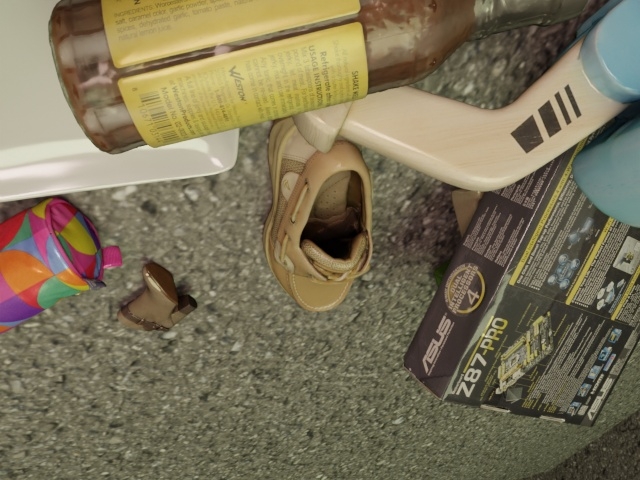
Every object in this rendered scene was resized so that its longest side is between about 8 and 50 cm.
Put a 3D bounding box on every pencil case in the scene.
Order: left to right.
[{"bbox_3d":[-0.323,0.050,0.607,0.236,0.105,0.104,-25,145,5],"label":"pencil case"}]

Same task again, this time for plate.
[{"bbox_3d":[-0.195,-0.147,0.467,0.277,0.045,0.278,-10,143,-20],"label":"plate"}]

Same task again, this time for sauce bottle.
[{"bbox_3d":[0.006,-0.145,0.419,0.344,0.112,0.111,-12,144,-2],"label":"sauce bottle"}]

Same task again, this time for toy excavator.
[{"bbox_3d":[0.255,-0.119,0.532,0.445,0.433,0.222,-40,180,-7],"label":"toy excavator"}]

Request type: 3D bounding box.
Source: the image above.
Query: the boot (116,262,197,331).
[{"bbox_3d":[-0.212,0.077,0.758,0.086,0.042,0.118,-22,139,12],"label":"boot"}]

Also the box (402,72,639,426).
[{"bbox_3d":[0.320,0.037,0.789,0.318,0.097,0.395,16,102,-34],"label":"box"}]

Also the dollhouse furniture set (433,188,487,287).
[{"bbox_3d":[0.271,-0.018,0.889,0.197,0.151,0.302,-31,123,-13],"label":"dollhouse furniture set"}]

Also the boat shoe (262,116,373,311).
[{"bbox_3d":[0.000,0.000,0.714,0.121,0.110,0.341,-17,144,-9],"label":"boat shoe"}]
